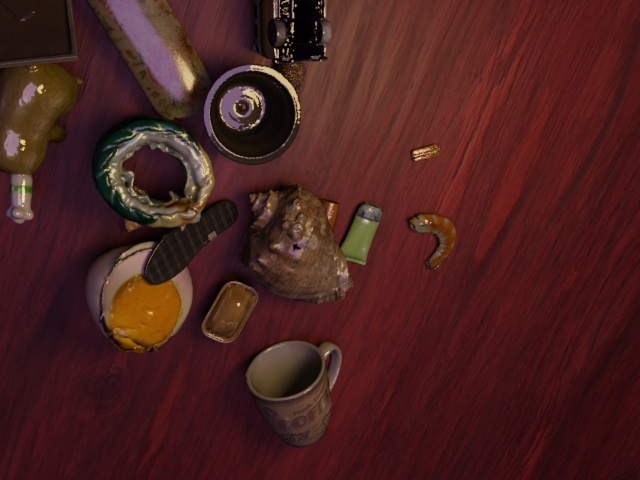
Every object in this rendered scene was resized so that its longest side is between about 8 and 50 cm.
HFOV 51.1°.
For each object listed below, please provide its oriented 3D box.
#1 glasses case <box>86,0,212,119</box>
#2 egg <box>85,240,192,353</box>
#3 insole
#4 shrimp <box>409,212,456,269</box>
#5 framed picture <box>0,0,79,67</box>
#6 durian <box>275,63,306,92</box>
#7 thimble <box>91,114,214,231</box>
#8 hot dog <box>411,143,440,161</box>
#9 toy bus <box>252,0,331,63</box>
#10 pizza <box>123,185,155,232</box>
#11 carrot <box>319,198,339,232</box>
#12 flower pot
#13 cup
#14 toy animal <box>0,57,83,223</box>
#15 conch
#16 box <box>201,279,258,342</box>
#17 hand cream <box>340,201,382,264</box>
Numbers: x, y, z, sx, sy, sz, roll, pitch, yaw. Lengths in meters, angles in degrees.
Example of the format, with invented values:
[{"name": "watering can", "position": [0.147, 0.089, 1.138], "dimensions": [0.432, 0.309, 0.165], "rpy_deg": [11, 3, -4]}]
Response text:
[{"name": "glasses case", "position": [-0.400, -0.477, 1.529], "dimensions": [0.156, 0.098, 0.426], "rpy_deg": [-32, 114, -7]}, {"name": "egg", "position": [-0.469, 0.134, 1.694], "dimensions": [0.264, 0.174, 0.286], "rpy_deg": [-52, 131, -24]}, {"name": "insole", "position": [-0.321, 0.001, 1.682], "dimensions": [0.309, 0.012, 0.110], "rpy_deg": [-40, 124, -32]}, {"name": "shrimp", "position": [0.308, 0.002, 1.916], "dimensions": [0.160, 0.049, 0.166], "rpy_deg": [9, 114, -19]}, {"name": "framed picture", "position": [-0.634, -0.499, 1.416], "dimensions": [0.213, 0.016, 0.290], "rpy_deg": [-9, 75, -11]}, {"name": "durian", "position": [-0.070, -0.407, 1.649], "dimensions": [0.080, 0.080, 0.091], "rpy_deg": [-27, 94, -4]}, {"name": "thimble", "position": [-0.395, -0.157, 1.593], "dimensions": [0.254, 0.167, 0.288], "rpy_deg": [-47, 112, -6]}, {"name": "hot dog", "position": [0.288, -0.241, 1.832], "dimensions": [0.083, 0.021, 0.037], "rpy_deg": [-13, 101, -9]}, {"name": "toy bus", "position": [-0.076, -0.571, 1.536], "dimensions": [0.143, 0.179, 0.306], "rpy_deg": [-11, 113, -26]}, {"name": "pizza", "position": [-0.445, -0.073, 1.701], "dimensions": [0.108, 0.026, 0.123], "rpy_deg": [9, 104, -20]}, {"name": "carrot", "position": [0.000, 0.000, 1.819], "dimensions": [0.067, 0.067, 0.225], "rpy_deg": [9, 105, -17]}, {"name": "flower pot", "position": [-0.175, -0.311, 1.618], "dimensions": [0.235, 0.148, 0.236], "rpy_deg": [-5, 110, -15]}, {"name": "cup", "position": [-0.047, 0.427, 1.910], "dimensions": [0.301, 0.227, 0.257], "rpy_deg": [-38, 132, -31]}, {"name": "toy animal", "position": [-0.673, -0.239, 1.497], "dimensions": [0.181, 0.180, 0.363], "rpy_deg": [20, 101, -21]}, {"name": "conch", "position": [-0.081, 0.034, 1.713], "dimensions": [0.297, 0.210, 0.352], "rpy_deg": [-40, 84, 28]}, {"name": "box", "position": [-0.246, 0.188, 1.803], "dimensions": [0.111, 0.111, 0.177], "rpy_deg": [25, 101, -21]}, {"name": "hand cream", "position": [0.112, -0.020, 1.855], "dimensions": [0.095, 0.046, 0.175], "rpy_deg": [15, 111, -20]}]
